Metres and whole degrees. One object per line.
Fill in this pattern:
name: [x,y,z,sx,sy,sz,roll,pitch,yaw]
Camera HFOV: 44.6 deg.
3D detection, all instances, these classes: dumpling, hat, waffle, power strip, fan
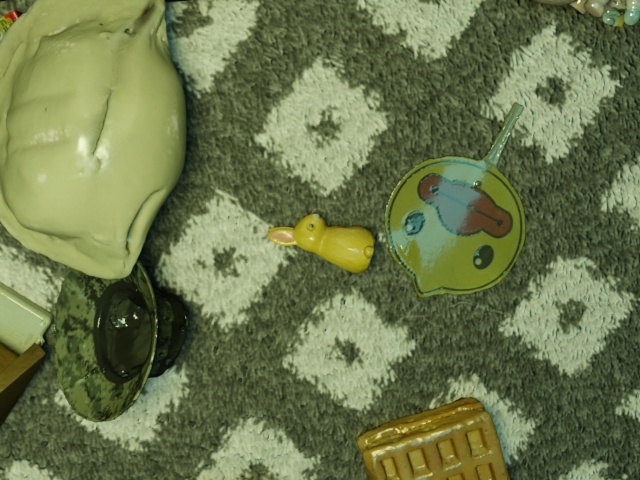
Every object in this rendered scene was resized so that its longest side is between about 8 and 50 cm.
dumpling: [-0.334,-0.157,1.025,0.316,0.233,0.394,10,95,8]
hat: [-0.266,0.132,1.119,0.128,0.265,0.265,10,100,-43]
waffle: [0.202,0.431,1.243,0.224,0.098,0.327,-17,100,-1]
power strip: [-0.491,0.101,1.148,0.192,0.035,0.081,34,95,-10]
fan: [0.228,-0.060,1.207,0.230,0.011,0.335,25,96,-9]

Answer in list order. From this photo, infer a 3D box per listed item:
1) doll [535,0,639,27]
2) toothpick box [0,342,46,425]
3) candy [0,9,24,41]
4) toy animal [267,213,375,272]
doll: [0.415,-0.384,1.113,0.287,0.151,0.150,15,97,-12]
toothpick box: [-0.582,0.165,1.064,0.308,0.190,0.187,36,115,-3]
candy: [-0.457,-0.265,1.090,0.122,0.038,0.062,-30,101,-1]
toy animal: [0.000,-0.002,1.164,0.159,0.083,0.070,16,90,1]
